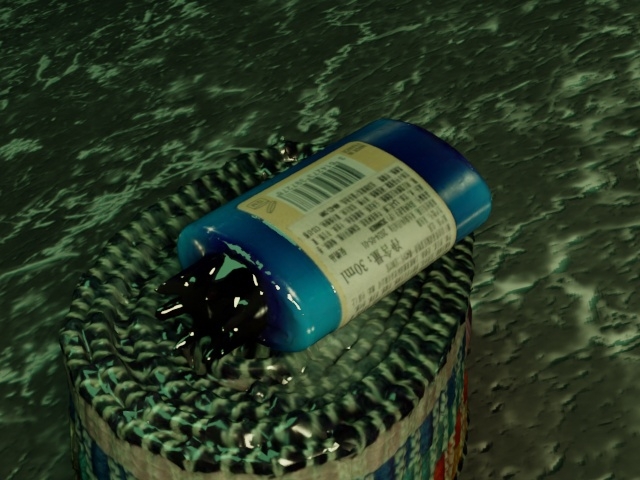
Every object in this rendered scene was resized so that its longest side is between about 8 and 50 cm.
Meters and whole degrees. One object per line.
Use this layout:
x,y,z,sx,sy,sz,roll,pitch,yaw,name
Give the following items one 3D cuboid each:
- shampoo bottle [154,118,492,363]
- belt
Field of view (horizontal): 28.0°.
0.000,0.000,0.622,0.087,0.050,0.183,36,46,24,shampoo bottle
-0.020,0.074,0.704,0.207,0.160,0.295,6,33,9,belt
